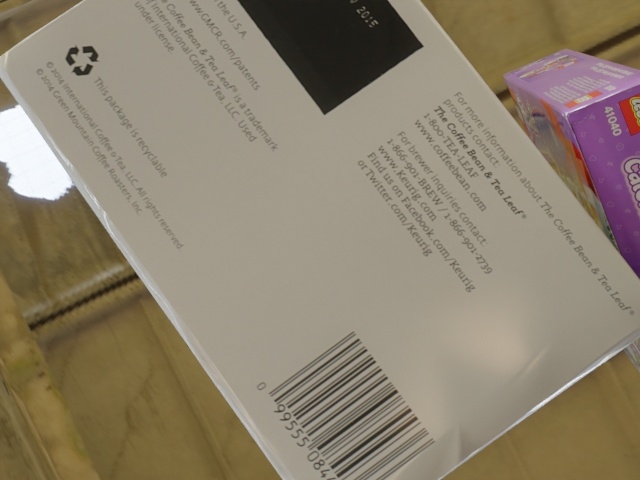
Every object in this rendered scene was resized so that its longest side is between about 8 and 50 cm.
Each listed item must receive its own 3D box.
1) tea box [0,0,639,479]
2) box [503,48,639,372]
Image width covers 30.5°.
[{"bbox_3d":[0.000,0.000,0.770,0.220,0.323,0.329,-35,-100,-6],"label":"tea box"},{"bbox_3d":[0.197,-0.018,0.774,0.057,0.293,0.201,-22,-79,7],"label":"box"}]
